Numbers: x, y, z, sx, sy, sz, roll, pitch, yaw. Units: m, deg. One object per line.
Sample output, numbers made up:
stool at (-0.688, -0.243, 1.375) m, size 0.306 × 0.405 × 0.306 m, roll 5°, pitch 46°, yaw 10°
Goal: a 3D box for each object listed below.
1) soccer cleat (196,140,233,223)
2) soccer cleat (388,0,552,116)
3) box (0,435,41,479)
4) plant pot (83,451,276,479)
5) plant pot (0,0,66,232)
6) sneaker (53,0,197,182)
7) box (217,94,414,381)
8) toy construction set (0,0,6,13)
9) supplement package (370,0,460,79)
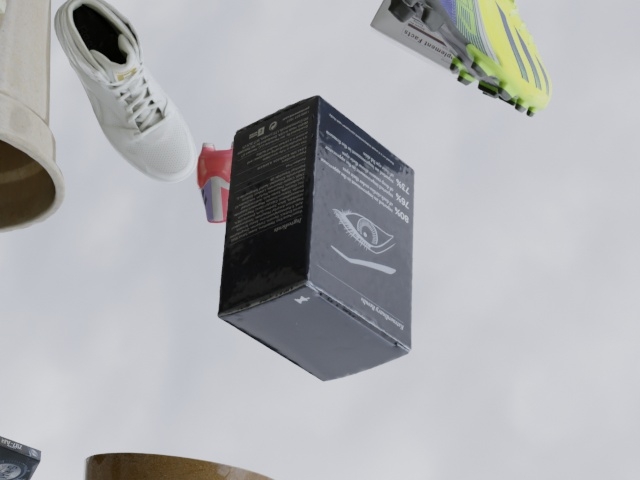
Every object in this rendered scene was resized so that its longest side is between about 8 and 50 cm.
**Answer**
soccer cleat at (-0.073, -0.041, 1.896) m, size 0.083 × 0.248 × 0.095 m, roll -2°, pitch -103°, yaw 19°
soccer cleat at (0.156, -0.217, 1.602) m, size 0.093 × 0.289 × 0.121 m, roll 28°, pitch -97°, yaw 44°
box at (-0.337, 0.243, 1.756) m, size 0.083 × 0.067 × 0.018 m, roll -58°, pitch -160°, yaw 21°
plant pot at (-0.171, 0.390, 1.923) m, size 0.237 × 0.237 × 0.254 m, roll -19°, pitch -122°, yaw 52°
plant pot at (-0.447, -0.212, 1.990) m, size 0.334 × 0.334 × 0.305 m, roll -24°, pitch -126°, yaw 48°
sneaker at (-0.262, -0.200, 2.271) m, size 0.108 × 0.292 × 0.169 m, roll -36°, pitch -172°, yaw -7°
box at (0.000, 0.000, 1.546) m, size 0.108 × 0.153 × 0.207 m, roll -21°, pitch -131°, yaw 34°
toy construction set at (-0.411, -0.269, 1.518) m, size 0.327 × 0.215 × 0.151 m, roll 18°, pitch -107°, yaw 18°
supplement package at (0.176, -0.337, 2.104) m, size 0.244 × 0.134 × 0.139 m, roll -61°, pitch 180°, yaw 4°
